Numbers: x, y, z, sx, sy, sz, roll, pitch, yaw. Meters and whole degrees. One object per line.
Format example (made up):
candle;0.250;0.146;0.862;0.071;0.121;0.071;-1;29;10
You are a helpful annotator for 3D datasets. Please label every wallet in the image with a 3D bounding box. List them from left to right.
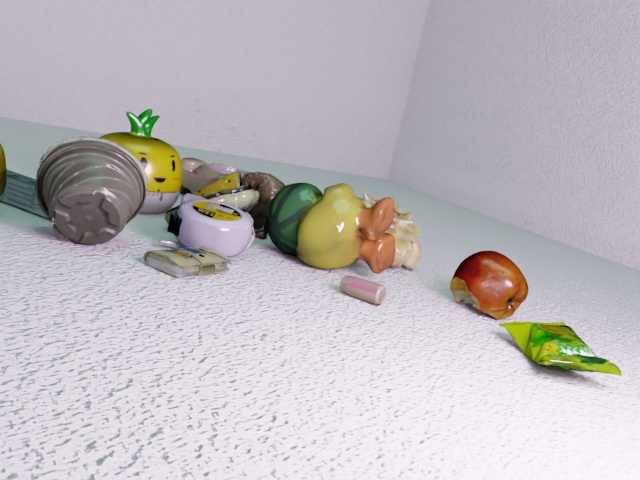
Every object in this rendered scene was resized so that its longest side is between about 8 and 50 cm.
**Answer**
wallet;-0.266;0.040;1.462;0.110;0.040;0.155;18;13;33

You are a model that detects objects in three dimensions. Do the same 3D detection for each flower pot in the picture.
flower pot;-0.474;-0.084;1.476;0.235;0.236;0.141;9;34;-17

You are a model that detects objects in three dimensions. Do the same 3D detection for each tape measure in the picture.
tape measure;-0.252;-0.024;1.627;0.196;0.105;0.178;19;19;3

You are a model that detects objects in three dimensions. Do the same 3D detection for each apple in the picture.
apple;0.395;0.100;1.648;0.158;0.147;0.156;24;-5;43

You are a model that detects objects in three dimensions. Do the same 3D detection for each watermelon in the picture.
watermelon;-0.291;-0.112;2.029;0.181;0.092;0.075;-24;30;11

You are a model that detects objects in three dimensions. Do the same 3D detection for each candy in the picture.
candy;0.447;0.204;1.365;0.148;0.069;0.246;6;17;-7

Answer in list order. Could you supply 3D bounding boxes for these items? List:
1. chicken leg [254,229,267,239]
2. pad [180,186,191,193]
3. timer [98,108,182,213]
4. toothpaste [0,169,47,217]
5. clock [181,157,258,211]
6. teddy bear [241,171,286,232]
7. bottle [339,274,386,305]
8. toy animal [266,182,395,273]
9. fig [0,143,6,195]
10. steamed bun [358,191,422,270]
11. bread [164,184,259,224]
chicken leg;-0.241;-0.021;1.774;0.219;0.048;0.089;5;16;-35
pad;-0.537;-0.194;2.383;0.174;0.022;0.233;3;15;-41
timer;-0.498;-0.227;1.943;0.285;0.285;0.285;12;11;-2
toothpaste;-0.674;-0.107;1.676;0.336;0.067;0.081;18;12;24
clock;-0.280;-0.177;2.332;0.283;0.114;0.309;23;14;41
teddy bear;-0.127;-0.103;2.035;0.140;0.177;0.190;-16;-21;17
bottle;0.089;0.105;1.527;0.096;0.045;0.045;16;11;28
toy animal;0.007;-0.030;1.735;0.338;0.216;0.191;16;38;33
fig;-0.766;-0.151;1.509;0.191;0.181;0.181;-25;31;-32
steamed bun;0.151;-0.047;1.934;0.295;0.137;0.292;35;17;18
bread;-0.258;-0.089;1.846;0.207;0.056;0.286;-18;0;29
